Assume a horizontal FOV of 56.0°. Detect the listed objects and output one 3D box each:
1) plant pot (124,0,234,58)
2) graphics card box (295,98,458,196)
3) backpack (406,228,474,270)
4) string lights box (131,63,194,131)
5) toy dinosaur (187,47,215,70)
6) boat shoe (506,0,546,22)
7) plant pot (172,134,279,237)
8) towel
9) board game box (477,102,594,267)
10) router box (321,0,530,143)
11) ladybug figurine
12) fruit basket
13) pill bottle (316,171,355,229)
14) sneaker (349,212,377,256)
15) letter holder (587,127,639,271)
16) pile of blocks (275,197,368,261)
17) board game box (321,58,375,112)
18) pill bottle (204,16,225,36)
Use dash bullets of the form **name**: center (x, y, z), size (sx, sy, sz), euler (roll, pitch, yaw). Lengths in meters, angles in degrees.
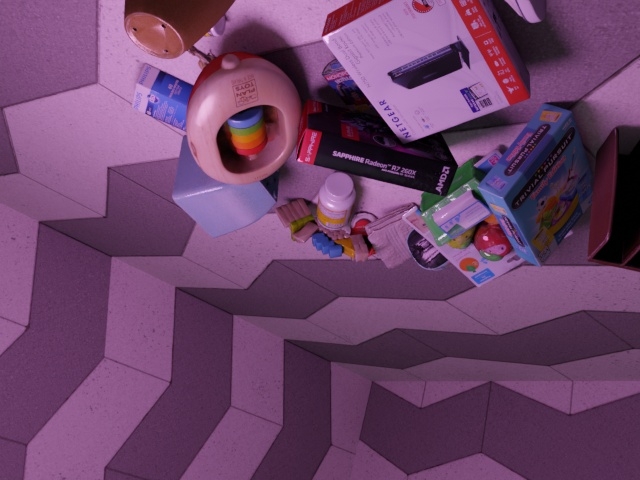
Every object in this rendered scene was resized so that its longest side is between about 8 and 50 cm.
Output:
- **plant pot**: center (-0.279, -0.492, 1.184), size (0.237, 0.254, 0.237), euler (12, 155, 6)
- **graphics card box**: center (0.130, -0.230, 1.465), size (0.370, 0.233, 0.094), euler (14, 118, -8)
- **backpack**: center (0.372, 0.003, 1.873), size (0.188, 0.166, 0.144), euler (-36, 166, 13)
- **string lights box**: center (-0.393, -0.380, 1.703), size (0.259, 0.077, 0.133), euler (23, 154, -15)
- **toy dinosaur**: center (-0.278, -0.436, 1.567), size (0.092, 0.053, 0.183), euler (19, 153, 33)
- **boat shoe**: center (0.305, -0.481, 1.039), size (0.088, 0.096, 0.267), euler (-4, 148, 45)
- **plant pot**: center (-0.268, -0.187, 1.854), size (0.252, 0.247, 0.248), euler (-10, 147, 20)
- **towel**: center (0.270, -0.007, 2.017), size (0.187, 0.049, 0.282), euler (-26, 144, 11)
- **board game box**: center (0.537, -0.121, 1.455), size (0.079, 0.254, 0.336), euler (35, 174, 44)
- **router box**: center (0.221, -0.376, 1.226), size (0.301, 0.082, 0.335), euler (-17, 136, 34)
- **ladybug figurine**: center (-0.203, -0.318, 1.541), size (0.305, 0.162, 0.449), euler (-21, 154, -13)
- **fruit basket**: center (0.458, -0.039, 1.664), size (0.327, 0.165, 0.353), euler (-36, 109, 31)
- **pill bottle**: center (0.050, -0.127, 1.914), size (0.117, 0.118, 0.208), euler (15, 156, 3)
- **sneaker**: center (0.187, 0.013, 2.122), size (0.107, 0.118, 0.279), euler (-6, 147, 43)
- **letter holder**: center (0.704, -0.114, 1.311), size (0.152, 0.302, 0.214), euler (12, 155, 9)
- **pile of blocks**: center (0.000, 0.000, 2.032), size (0.362, 0.149, 0.113), euler (32, 148, 24)
- **board game box**: center (0.111, -0.392, 1.386), size (0.194, 0.060, 0.194), euler (-3, 148, 37)
- **pill bottle**: center (-0.284, -0.504, 1.388), size (0.116, 0.065, 0.065), euler (7, 154, 20)
